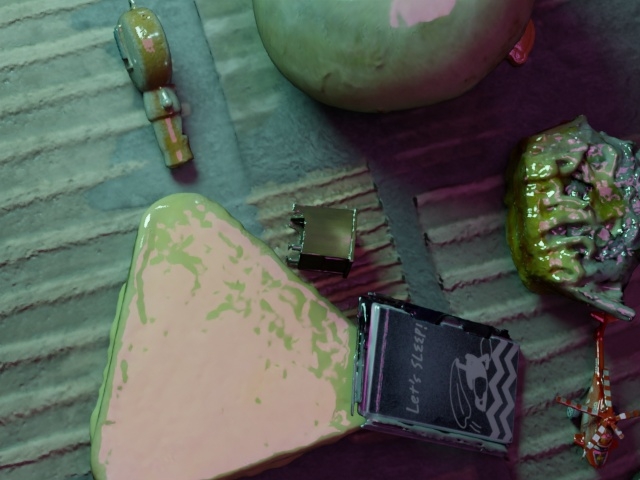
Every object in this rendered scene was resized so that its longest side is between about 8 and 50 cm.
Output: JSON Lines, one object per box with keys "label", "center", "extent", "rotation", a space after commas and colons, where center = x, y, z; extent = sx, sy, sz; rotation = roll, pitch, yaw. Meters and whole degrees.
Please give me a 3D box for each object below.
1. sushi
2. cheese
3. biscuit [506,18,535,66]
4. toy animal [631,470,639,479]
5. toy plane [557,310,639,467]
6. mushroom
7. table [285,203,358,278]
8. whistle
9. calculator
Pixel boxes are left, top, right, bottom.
{"label": "sushi", "center": [0.337, -0.025, 1.726], "extent": [0.184, 0.139, 0.274], "rotation": [-1, 81, -8]}
{"label": "cheese", "center": [-0.143, 0.173, 1.608], "extent": [0.383, 0.104, 0.384], "rotation": [2, 78, -11]}
{"label": "biscuit", "center": [0.230, -0.286, 1.823], "extent": [0.130, 0.019, 0.102], "rotation": [5, 76, -9]}
{"label": "toy animal", "center": [0.493, 0.301, 1.692], "extent": [0.146, 0.114, 0.245], "rotation": [38, 93, 5]}
{"label": "toy plane", "center": [0.351, 0.193, 1.720], "extent": [0.126, 0.077, 0.194], "rotation": [-11, 73, -17]}
{"label": "mushroom", "center": [0.095, -0.311, 1.697], "extent": [0.362, 0.295, 0.362], "rotation": [-7, 62, 13]}
{"label": "table", "center": [0.000, 0.000, 1.685], "extent": [0.082, 0.083, 0.070], "rotation": [7, 74, -3]}
{"label": "whistle", "center": [-0.212, -0.198, 1.682], "extent": [0.057, 0.107, 0.220], "rotation": [-20, 97, -18]}
{"label": "calculator", "center": [0.147, 0.168, 1.643], "extent": [0.274, 0.028, 0.166], "rotation": [18, 70, -36]}
